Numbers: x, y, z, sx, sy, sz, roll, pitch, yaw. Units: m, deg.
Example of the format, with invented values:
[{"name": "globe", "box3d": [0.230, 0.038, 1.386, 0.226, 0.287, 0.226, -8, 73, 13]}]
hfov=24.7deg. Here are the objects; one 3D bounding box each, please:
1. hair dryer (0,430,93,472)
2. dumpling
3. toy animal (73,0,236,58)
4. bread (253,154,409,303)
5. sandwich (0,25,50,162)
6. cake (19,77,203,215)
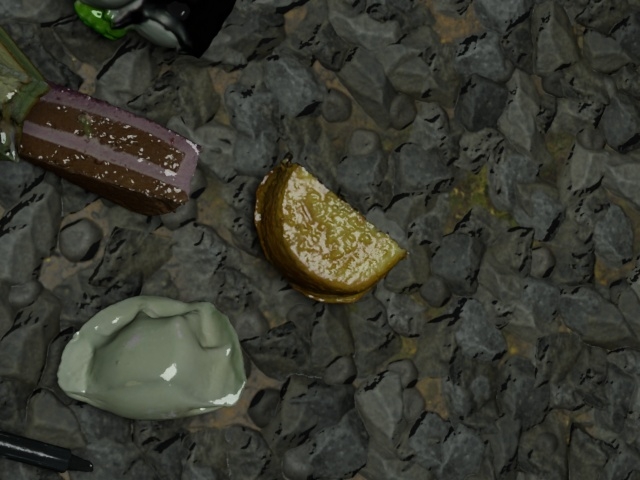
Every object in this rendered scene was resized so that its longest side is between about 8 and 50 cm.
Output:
[{"name": "hair dryer", "box3d": [-0.415, 0.251, 1.912, 0.255, 0.070, 0.128, 17, 77, -23]}, {"name": "dumpling", "box3d": [-0.224, 0.152, 1.966, 0.252, 0.131, 0.179, -2, 63, 2]}, {"name": "toy animal", "box3d": [-0.242, -0.368, 1.972, 0.267, 0.212, 0.212, 21, 77, -20]}, {"name": "bread", "box3d": [0.000, 0.000, 2.035, 0.229, 0.143, 0.139, 39, 72, -8]}, {"name": "sandwich", "box3d": [-0.454, -0.229, 1.855, 0.155, 0.198, 0.227, 25, 74, -57]}, {"name": "cake", "box3d": [-0.306, -0.125, 1.990, 0.295, 0.113, 0.116, 24, 70, -2]}]
